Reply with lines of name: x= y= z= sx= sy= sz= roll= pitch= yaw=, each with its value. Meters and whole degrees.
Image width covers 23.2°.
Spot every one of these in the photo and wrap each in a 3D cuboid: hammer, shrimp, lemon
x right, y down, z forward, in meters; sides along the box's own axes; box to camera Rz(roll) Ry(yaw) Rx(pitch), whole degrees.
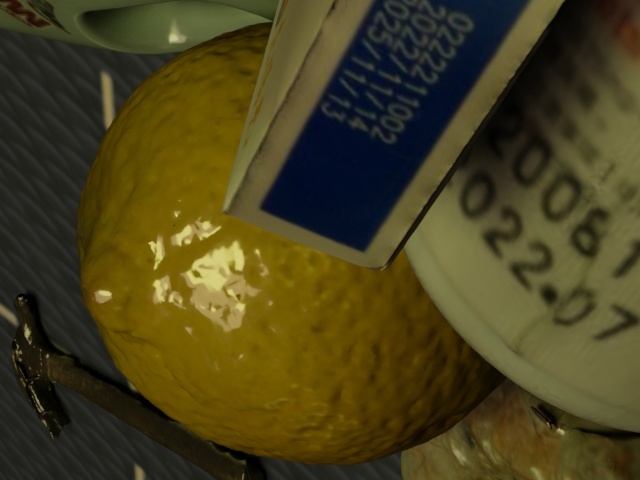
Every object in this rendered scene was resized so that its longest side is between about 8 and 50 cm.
hammer: x=-0.149 y=0.134 z=1.221 sx=0.297 sy=0.027 sz=0.125 roll=20 pitch=125 yaw=41
shrimp: x=0.140 y=0.205 z=0.834 sx=0.360 sy=0.085 sz=0.247 roll=58 pitch=140 yaw=35
lemon: x=-0.006 y=-0.001 z=0.789 sx=0.228 sy=0.253 sz=0.228 roll=-14 pitch=71 yaw=46

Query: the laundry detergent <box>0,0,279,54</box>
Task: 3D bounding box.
laundry detergent: x=-0.137 y=-0.192 z=0.902 sx=0.264 sy=0.125 sz=0.398 roll=37 pitch=158 yaw=-21

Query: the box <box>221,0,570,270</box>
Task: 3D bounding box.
box: x=0.055 y=-0.178 z=0.572 sx=0.065 sy=0.343 sz=0.200 roll=21 pitch=139 yaw=-10

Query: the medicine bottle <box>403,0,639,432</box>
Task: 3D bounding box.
medicine bottle: x=0.181 y=-0.106 z=0.544 sx=0.211 sy=0.211 sz=0.371 roll=50 pitch=141 yaw=17
